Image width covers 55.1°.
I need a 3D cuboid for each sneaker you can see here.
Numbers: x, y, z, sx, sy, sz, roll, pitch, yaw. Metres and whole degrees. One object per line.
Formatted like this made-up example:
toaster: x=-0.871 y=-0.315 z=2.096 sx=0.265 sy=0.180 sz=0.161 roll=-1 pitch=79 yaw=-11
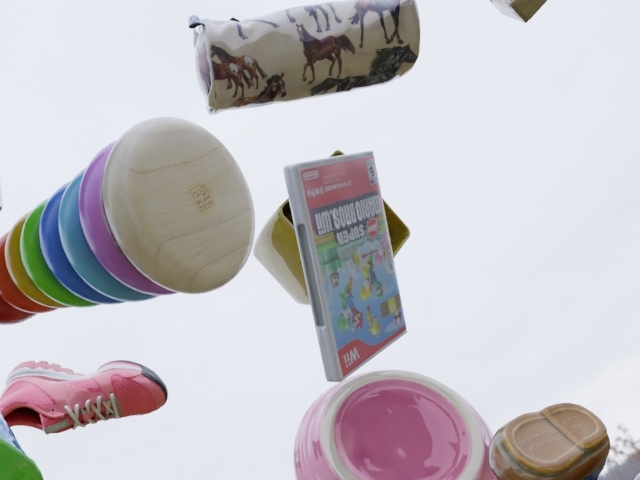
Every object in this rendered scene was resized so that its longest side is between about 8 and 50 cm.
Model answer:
sneaker: x=-0.436 y=0.303 z=1.115 sx=0.313 sy=0.136 sz=0.116 roll=-1 pitch=-61 yaw=4

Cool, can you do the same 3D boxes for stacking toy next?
stacking toy: x=-0.220 y=0.008 z=0.560 sx=0.330 sy=0.141 sz=0.141 roll=-17 pitch=-28 yaw=35

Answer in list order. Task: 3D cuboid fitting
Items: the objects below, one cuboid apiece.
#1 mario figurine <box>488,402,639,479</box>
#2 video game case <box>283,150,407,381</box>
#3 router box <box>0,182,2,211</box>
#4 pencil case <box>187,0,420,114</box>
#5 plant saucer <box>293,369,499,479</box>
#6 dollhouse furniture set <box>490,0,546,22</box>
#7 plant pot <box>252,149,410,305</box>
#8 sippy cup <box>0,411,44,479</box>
mario figurine: x=0.138 y=0.279 z=0.413 sx=0.170 sy=0.198 sz=0.320 roll=0 pitch=-60 yaw=-10
video game case: x=0.043 y=0.025 z=0.855 sx=0.025 sy=0.285 sz=0.204 roll=-7 pitch=8 yaw=35
router box: x=-0.445 y=-0.176 z=0.500 sx=0.301 sy=0.335 sz=0.082 roll=-7 pitch=-6 yaw=-12
pencil case: x=-0.022 y=-0.345 z=1.094 sx=0.410 sy=0.183 sz=0.160 roll=-13 pitch=-22 yaw=-12
plant saucer: x=0.123 y=0.324 z=0.961 sx=0.332 sy=0.332 sz=0.084 roll=-13 pitch=-49 yaw=-18
dollhouse furniture set: x=0.282 y=-0.487 z=0.944 sx=0.242 sy=0.212 sz=0.161 roll=35 pitch=-72 yaw=-24
plant pot: x=0.000 y=0.000 z=1.140 sx=0.187 sy=0.212 sz=0.212 roll=-32 pitch=13 yaw=49
sippy cup: x=-0.394 y=0.245 z=0.596 sx=0.240 sy=0.305 sz=0.224 roll=-37 pitch=-72 yaw=-19
